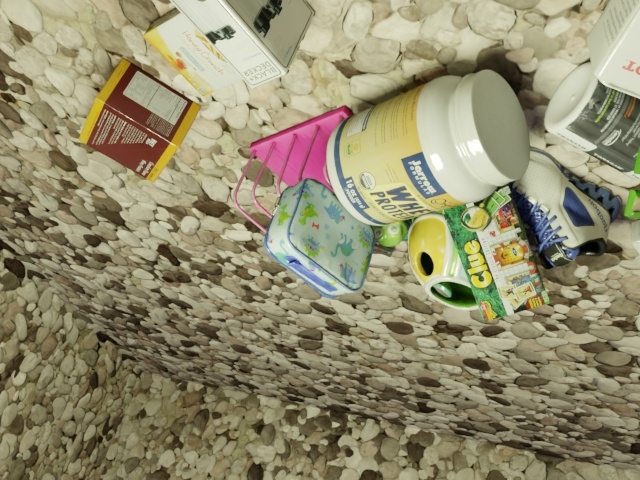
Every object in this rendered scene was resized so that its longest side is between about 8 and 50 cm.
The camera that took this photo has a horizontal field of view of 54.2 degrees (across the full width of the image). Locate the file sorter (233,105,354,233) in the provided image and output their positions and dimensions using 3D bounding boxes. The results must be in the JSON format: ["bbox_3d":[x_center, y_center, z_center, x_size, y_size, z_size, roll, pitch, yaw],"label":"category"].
[{"bbox_3d":[-0.018,-0.122,1.370,0.291,0.182,0.202,-13,137,41],"label":"file sorter"}]

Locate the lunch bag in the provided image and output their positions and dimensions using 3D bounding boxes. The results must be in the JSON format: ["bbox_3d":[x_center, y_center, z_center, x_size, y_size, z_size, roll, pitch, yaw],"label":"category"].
[{"bbox_3d":[0.000,0.000,1.206,0.219,0.176,0.090,37,144,-31],"label":"lunch bag"}]

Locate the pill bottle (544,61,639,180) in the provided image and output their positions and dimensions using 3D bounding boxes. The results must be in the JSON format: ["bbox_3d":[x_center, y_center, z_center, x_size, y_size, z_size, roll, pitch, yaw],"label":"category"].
[{"bbox_3d":[0.510,-0.183,1.036,0.246,0.130,0.130,26,148,-11],"label":"pill bottle"}]

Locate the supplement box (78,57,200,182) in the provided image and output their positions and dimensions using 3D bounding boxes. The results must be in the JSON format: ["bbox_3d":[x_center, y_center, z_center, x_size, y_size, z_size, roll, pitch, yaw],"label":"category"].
[{"bbox_3d":[-0.409,-0.263,1.410,0.194,0.129,0.191,31,147,-18],"label":"supplement box"}]

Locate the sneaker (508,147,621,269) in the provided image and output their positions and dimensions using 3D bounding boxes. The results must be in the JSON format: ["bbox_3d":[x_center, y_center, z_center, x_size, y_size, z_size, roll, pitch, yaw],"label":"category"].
[{"bbox_3d":[0.446,-0.052,1.229,0.316,0.182,0.127,23,148,-6],"label":"sneaker"}]

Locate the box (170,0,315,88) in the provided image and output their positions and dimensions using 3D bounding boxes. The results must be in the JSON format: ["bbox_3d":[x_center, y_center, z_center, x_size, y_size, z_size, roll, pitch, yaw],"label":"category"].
[{"bbox_3d":[-0.147,-0.408,1.001,0.087,0.169,0.290,-11,139,40],"label":"box"}]

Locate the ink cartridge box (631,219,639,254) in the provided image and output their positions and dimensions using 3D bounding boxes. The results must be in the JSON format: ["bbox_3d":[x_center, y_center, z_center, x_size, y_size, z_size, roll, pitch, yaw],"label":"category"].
[{"bbox_3d":[0.826,0.037,1.274,0.261,0.066,0.296,-16,135,44],"label":"ink cartridge box"}]

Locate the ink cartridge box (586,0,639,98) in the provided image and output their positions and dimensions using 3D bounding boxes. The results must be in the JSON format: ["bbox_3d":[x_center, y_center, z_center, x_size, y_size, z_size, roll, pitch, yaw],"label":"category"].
[{"bbox_3d":[0.511,-0.315,0.758,0.223,0.129,0.307,20,133,-2],"label":"ink cartridge box"}]

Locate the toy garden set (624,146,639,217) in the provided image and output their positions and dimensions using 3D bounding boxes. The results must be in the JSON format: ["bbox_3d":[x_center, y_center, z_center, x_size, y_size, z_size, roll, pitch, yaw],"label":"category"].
[{"bbox_3d":[0.601,-0.143,0.962,0.204,0.244,0.049,6,-169,-8],"label":"toy garden set"}]

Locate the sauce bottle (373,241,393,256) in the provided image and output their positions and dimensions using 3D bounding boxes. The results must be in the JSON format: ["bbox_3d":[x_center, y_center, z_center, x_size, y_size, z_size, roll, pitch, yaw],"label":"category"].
[{"bbox_3d":[0.128,0.012,1.640,0.128,0.042,0.042,17,149,1],"label":"sauce bottle"}]

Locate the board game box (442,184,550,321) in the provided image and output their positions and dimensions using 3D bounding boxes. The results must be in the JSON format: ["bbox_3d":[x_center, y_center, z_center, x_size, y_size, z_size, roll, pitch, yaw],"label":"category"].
[{"bbox_3d":[0.343,0.027,1.224,0.136,0.030,0.259,-20,106,19],"label":"board game box"}]

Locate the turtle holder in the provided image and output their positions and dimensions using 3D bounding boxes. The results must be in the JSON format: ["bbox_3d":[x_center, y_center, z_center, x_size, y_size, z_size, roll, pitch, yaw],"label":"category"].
[{"bbox_3d":[0.295,0.006,1.355,0.243,0.227,0.320,-13,138,42],"label":"turtle holder"}]

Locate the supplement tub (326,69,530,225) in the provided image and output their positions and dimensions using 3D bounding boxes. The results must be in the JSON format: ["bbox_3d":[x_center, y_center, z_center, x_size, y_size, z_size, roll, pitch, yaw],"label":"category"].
[{"bbox_3d":[0.193,-0.164,1.145,0.316,0.228,0.228,-15,135,43],"label":"supplement tub"}]

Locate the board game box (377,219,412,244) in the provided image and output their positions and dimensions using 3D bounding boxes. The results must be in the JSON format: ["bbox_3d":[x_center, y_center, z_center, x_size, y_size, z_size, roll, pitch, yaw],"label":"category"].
[{"bbox_3d":[0.147,-0.058,1.533,0.126,0.026,0.186,-11,138,39],"label":"board game box"}]

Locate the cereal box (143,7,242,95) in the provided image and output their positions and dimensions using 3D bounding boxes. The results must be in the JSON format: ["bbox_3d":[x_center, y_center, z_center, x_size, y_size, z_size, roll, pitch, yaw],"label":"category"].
[{"bbox_3d":[-0.199,-0.378,1.189,0.240,0.047,0.173,-9,139,41],"label":"cereal box"}]
